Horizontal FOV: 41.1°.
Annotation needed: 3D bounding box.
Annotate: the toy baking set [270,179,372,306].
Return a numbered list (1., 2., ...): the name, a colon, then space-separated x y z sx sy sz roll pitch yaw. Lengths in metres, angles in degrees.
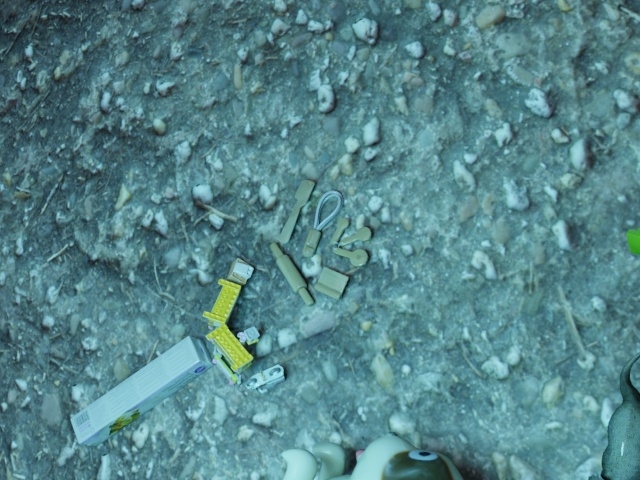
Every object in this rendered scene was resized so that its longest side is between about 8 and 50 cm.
1. toy baking set: -0.005 0.005 1.714 0.197 0.030 0.256 -41 61 4

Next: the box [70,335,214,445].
1. box: -0.369 0.313 1.755 0.324 0.063 0.067 -36 63 10

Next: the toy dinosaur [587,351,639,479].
1. toy dinosaur: 0.473 0.324 1.302 0.121 0.160 0.313 21 83 29

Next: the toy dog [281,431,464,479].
1. toy dog: 0.057 0.487 1.346 0.408 0.284 0.395 -46 55 7

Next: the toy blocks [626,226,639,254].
1. toy blocks: 0.714 -0.021 1.303 0.381 0.191 0.261 22 61 44

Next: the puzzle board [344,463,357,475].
1. puzzle board: 0.102 0.448 1.519 0.096 0.011 0.128 -40 60 7

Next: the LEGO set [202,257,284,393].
1. LEGO set: -0.172 0.183 1.710 0.132 0.107 0.287 -11 58 -16
